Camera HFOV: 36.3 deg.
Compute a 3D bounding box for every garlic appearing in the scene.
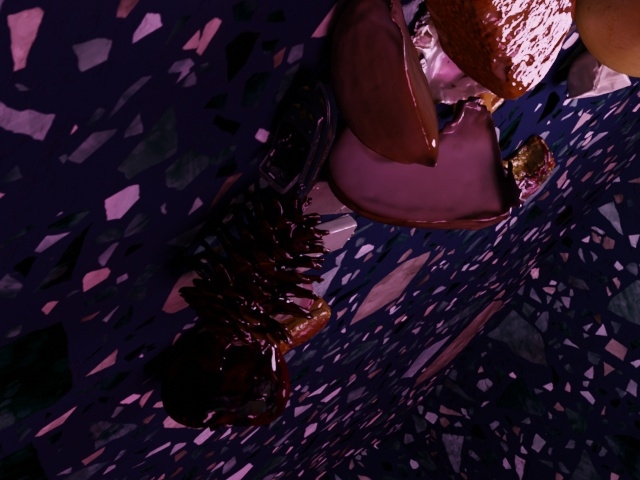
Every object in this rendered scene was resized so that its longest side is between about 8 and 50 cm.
[{"bbox_3d":[0.112,-0.279,1.472,0.151,0.196,0.338,-30,132,-24],"label":"garlic"}]

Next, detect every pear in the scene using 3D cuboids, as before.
[{"bbox_3d":[0.673,-0.469,1.963,0.309,0.309,0.309,-36,159,-16],"label":"pear"}]

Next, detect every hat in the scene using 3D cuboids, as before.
[{"bbox_3d":[0.659,-0.445,2.296,0.219,0.164,0.226,-13,106,-53],"label":"hat"}]

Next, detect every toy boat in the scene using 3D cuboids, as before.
[{"bbox_3d":[-0.031,-0.167,1.564,0.103,0.093,0.246,-36,161,-36],"label":"toy boat"}]

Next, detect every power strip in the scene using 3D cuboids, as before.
[{"bbox_3d":[0.032,-0.096,1.878,0.093,0.053,0.288,-53,158,24],"label":"power strip"},{"bbox_3d":[0.000,0.000,2.042,0.192,0.035,0.081,-19,150,-46],"label":"power strip"}]

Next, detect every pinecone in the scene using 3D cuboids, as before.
[{"bbox_3d":[-0.101,0.045,1.696,0.292,0.246,0.246,-57,159,-1],"label":"pinecone"}]

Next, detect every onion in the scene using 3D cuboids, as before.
[{"bbox_3d":[-0.200,0.290,2.029,0.281,0.221,0.281,-13,131,-16],"label":"onion"}]

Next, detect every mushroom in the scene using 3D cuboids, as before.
[{"bbox_3d":[0.149,-0.110,1.789,0.313,0.224,0.397,-9,178,-7],"label":"mushroom"}]

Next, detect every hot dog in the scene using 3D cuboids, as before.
[{"bbox_3d":[0.276,-0.399,1.476,0.223,0.185,0.405,-48,153,-3],"label":"hot dog"}]

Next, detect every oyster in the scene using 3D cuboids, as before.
[{"bbox_3d":[0.254,-0.341,1.751,0.354,0.107,0.201,-12,126,-33],"label":"oyster"}]

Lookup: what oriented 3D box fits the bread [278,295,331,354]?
[{"bbox_3d":[-0.094,0.237,2.291,0.271,0.077,0.139,-31,160,-34],"label":"bread"}]

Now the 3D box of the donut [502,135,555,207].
[{"bbox_3d":[0.517,-0.162,2.569,0.230,0.096,0.216,-30,156,-32],"label":"donut"}]

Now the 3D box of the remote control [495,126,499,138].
[{"bbox_3d":[0.302,-0.156,2.255,0.293,0.051,0.103,-35,159,-16],"label":"remote control"}]

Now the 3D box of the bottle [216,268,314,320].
[{"bbox_3d":[-0.104,0.106,1.950,0.120,0.120,0.253,-49,160,19],"label":"bottle"}]

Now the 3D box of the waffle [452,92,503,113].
[{"bbox_3d":[0.363,-0.349,1.971,0.248,0.055,0.221,-41,160,-5],"label":"waffle"}]
